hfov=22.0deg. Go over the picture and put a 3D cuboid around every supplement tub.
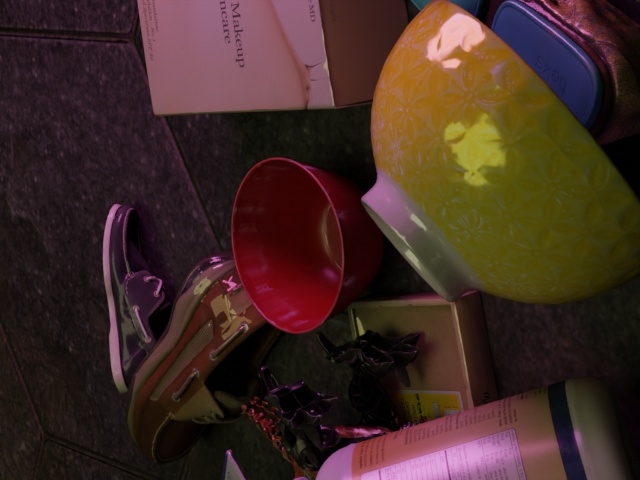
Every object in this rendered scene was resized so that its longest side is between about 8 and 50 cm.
[{"bbox_3d":[0.128,0.264,1.417,0.316,0.228,0.228,-18,86,11],"label":"supplement tub"}]

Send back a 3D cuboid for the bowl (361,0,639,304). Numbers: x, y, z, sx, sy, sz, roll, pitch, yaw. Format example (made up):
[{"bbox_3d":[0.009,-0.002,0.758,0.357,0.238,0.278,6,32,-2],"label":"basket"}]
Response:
[{"bbox_3d":[0.127,-0.042,1.358,0.289,0.156,0.289,50,178,2],"label":"bowl"}]

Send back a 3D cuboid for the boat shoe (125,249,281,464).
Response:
[{"bbox_3d":[-0.130,0.156,1.891,0.120,0.122,0.324,48,135,26],"label":"boat shoe"}]

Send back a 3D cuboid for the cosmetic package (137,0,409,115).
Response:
[{"bbox_3d":[-0.053,-0.213,1.683,0.309,0.113,0.160,2,103,52],"label":"cosmetic package"}]

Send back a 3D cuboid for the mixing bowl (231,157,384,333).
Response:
[{"bbox_3d":[0.000,0.000,1.692,0.181,0.098,0.181,12,106,49],"label":"mixing bowl"}]

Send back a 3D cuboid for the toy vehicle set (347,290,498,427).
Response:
[{"bbox_3d":[0.114,0.185,1.666,0.166,0.035,0.267,-3,99,51],"label":"toy vehicle set"}]

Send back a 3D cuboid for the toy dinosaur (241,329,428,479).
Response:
[{"bbox_3d":[0.027,0.220,1.647,0.322,0.164,0.218,3,122,29],"label":"toy dinosaur"}]

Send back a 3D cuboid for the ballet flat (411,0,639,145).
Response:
[{"bbox_3d":[0.174,-0.201,1.404,0.348,0.123,0.123,50,136,37],"label":"ballet flat"}]

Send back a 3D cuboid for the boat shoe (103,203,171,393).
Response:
[{"bbox_3d":[-0.220,0.069,2.026,0.079,0.084,0.233,-6,90,13],"label":"boat shoe"}]

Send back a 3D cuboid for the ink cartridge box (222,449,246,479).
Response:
[{"bbox_3d":[-0.010,0.424,1.794,0.330,0.071,0.324,58,157,29],"label":"ink cartridge box"}]

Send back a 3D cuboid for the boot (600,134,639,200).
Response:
[{"bbox_3d":[0.262,-0.090,1.394,0.099,0.045,0.121,54,136,33],"label":"boot"}]
